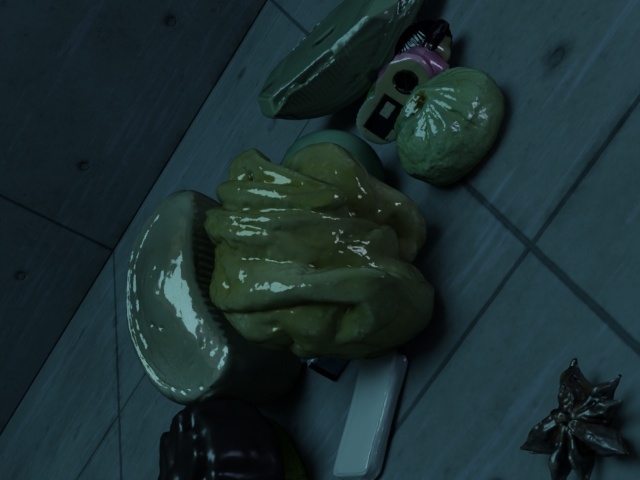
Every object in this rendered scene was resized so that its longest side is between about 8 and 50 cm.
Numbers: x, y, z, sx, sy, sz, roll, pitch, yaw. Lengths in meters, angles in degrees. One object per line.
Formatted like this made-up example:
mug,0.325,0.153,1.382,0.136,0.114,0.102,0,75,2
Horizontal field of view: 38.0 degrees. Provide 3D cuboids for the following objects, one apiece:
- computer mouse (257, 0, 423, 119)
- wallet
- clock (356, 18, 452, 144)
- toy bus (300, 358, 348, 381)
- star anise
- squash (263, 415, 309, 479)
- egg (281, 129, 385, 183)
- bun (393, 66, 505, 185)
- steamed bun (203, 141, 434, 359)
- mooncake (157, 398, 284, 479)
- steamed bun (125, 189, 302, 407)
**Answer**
computer mouse,0.062,-0.367,1.841,0.429,0.145,0.228,-39,22,20
wallet,0.068,0.235,1.268,0.095,0.033,0.190,-20,47,55
clock,0.147,-0.276,1.583,0.194,0.100,0.195,-53,5,42
toy bus,0.004,0.156,1.459,0.075,0.060,0.123,-52,26,10
star anise,0.257,0.182,0.898,0.124,0.056,0.129,-60,22,2
squash,-0.067,0.325,1.408,0.066,0.066,0.201,-61,28,2
egg,0.018,-0.106,1.586,0.168,0.168,0.231,-61,27,1
bun,0.181,-0.179,1.399,0.195,0.118,0.195,-51,24,32
steamed bun,-0.005,-0.002,1.318,0.372,0.324,0.230,-91,2,-53
mooncake,-0.163,0.376,1.366,0.283,0.141,0.283,-173,90,-65
steamed bun,-0.207,0.122,1.582,0.236,0.247,0.384,-35,58,23
